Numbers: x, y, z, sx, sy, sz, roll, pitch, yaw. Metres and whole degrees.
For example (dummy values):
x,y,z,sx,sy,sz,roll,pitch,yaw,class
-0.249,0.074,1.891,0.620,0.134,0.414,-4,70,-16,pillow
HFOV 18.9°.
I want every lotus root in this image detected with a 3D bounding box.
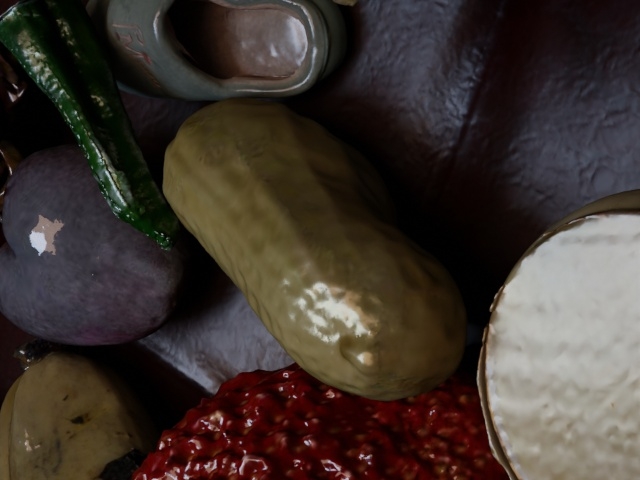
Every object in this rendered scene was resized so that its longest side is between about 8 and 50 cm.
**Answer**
x,y,z,sx,sy,sz,roll,pitch,yaw,class
-0.187,0.200,1.582,0.154,0.140,0.256,-34,66,47,lotus root

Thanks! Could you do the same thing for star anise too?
x,y,z,sx,sy,sz,roll,pitch,yaw,class
-0.291,-0.090,1.599,0.126,0.220,0.190,27,77,1,star anise

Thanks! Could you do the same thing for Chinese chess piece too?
x,y,z,sx,sy,sz,roll,pitch,yaw,class
0.231,0.092,1.286,0.257,0.104,0.257,5,98,35,Chinese chess piece

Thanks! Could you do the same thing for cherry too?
x,y,z,sx,sy,sz,roll,pitch,yaw,class
-0.185,0.003,1.556,0.176,0.140,0.176,3,109,10,cherry

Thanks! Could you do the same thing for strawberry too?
x,y,z,sx,sy,sz,roll,pitch,yaw,class
-0.005,0.200,1.397,0.261,0.261,0.257,42,125,24,strawberry

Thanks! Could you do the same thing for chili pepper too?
x,y,z,sx,sy,sz,roll,pitch,yaw,class
-0.167,-0.088,1.488,0.227,0.088,0.059,59,138,13,chili pepper

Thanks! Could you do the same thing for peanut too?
x,y,z,sx,sy,sz,roll,pitch,yaw,class
0.000,0.000,1.402,0.319,0.147,0.147,44,120,41,peanut

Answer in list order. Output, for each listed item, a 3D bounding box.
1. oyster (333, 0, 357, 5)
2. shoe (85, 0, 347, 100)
x,y,z,sx,sy,sz,roll,pitch,yaw,class
0.092,-0.290,1.355,0.396,0.111,0.204,-28,97,34,oyster
-0.102,-0.158,1.497,0.251,0.100,0.103,3,98,33,shoe
